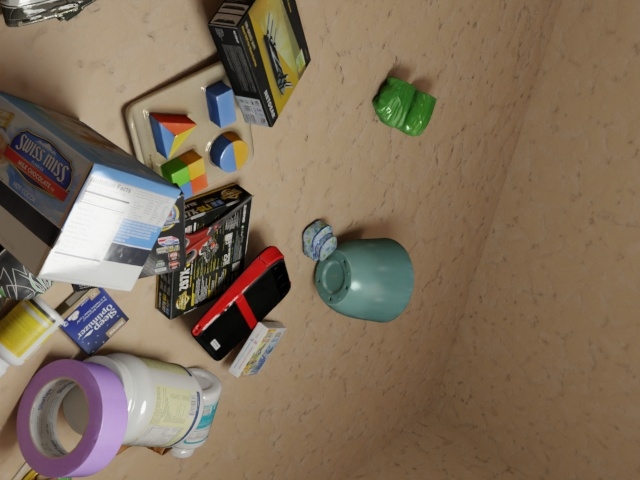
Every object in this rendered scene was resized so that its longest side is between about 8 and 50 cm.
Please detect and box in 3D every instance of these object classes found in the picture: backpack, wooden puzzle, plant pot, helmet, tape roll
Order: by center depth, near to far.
[{"bbox_3d":[-0.613,0.042,1.598,0.169,0.162,0.169,-35,143,-32],"label":"helmet"},{"bbox_3d":[-0.595,0.425,1.870,0.274,0.275,0.090,-58,150,3],"label":"tape roll"},{"bbox_3d":[-0.285,-0.245,1.871,0.348,0.080,0.322,-37,144,-29],"label":"wooden puzzle"},{"bbox_3d":[0.000,0.000,2.495,0.105,0.084,0.114,-40,143,-30],"label":"backpack"},{"bbox_3d":[0.126,0.129,2.616,0.235,0.293,0.293,5,115,-41],"label":"plant pot"}]

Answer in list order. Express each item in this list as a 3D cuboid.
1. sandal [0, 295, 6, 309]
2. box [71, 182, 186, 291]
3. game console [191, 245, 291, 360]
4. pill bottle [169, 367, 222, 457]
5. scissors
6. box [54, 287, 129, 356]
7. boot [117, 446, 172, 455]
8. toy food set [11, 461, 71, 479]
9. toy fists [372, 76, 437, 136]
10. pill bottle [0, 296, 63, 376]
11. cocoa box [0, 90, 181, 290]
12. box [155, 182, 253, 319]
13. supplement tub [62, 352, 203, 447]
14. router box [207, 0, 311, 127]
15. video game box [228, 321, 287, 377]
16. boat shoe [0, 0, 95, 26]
[{"bbox_3d":[-0.740,0.172,1.653,0.219,0.060,0.090,-68,156,-8],"label":"sandal"},{"bbox_3d":[-0.447,-0.007,1.792,0.270,0.060,0.216,-12,129,-23],"label":"box"},{"bbox_3d":[-0.226,0.190,2.299,0.342,0.060,0.386,-44,164,-12],"label":"game console"},{"bbox_3d":[-0.397,0.529,2.372,0.146,0.146,0.264,-12,128,-50],"label":"pill bottle"},{"bbox_3d":[-0.282,-0.019,1.999,0.297,0.021,0.109,-33,139,-33],"label":"scissors"},{"bbox_3d":[-0.562,0.200,1.943,0.136,0.036,0.225,-46,149,-17],"label":"box"},{"bbox_3d":[-0.504,0.578,2.259,0.197,0.152,0.073,-44,147,-19],"label":"boot"},{"bbox_3d":[-0.735,0.668,2.100,0.128,0.071,0.218,-49,148,-12],"label":"toy food set"},{"bbox_3d":[0.262,-0.415,2.468,0.279,0.096,0.142,11,100,-56],"label":"toy fists"},{"bbox_3d":[-0.670,0.211,1.734,0.184,0.103,0.103,-47,148,-15],"label":"pill bottle"},{"bbox_3d":[-0.485,-0.094,1.470,0.231,0.347,0.227,17,104,-57],"label":"cocoa box"},{"bbox_3d":[-0.313,0.029,2.092,0.257,0.079,0.321,-24,137,-39],"label":"box"},{"bbox_3d":[-0.487,0.422,2.057,0.235,0.235,0.325,-57,149,1],"label":"supplement tub"},{"bbox_3d":[-0.132,-0.457,1.816,0.308,0.081,0.242,71,39,-53],"label":"router box"},{"bbox_3d":[-0.200,0.350,2.531,0.187,0.048,0.205,-60,165,3],"label":"video game box"},{"bbox_3d":[-0.476,-0.441,1.431,0.219,0.078,0.070,-23,136,-31],"label":"boat shoe"}]
